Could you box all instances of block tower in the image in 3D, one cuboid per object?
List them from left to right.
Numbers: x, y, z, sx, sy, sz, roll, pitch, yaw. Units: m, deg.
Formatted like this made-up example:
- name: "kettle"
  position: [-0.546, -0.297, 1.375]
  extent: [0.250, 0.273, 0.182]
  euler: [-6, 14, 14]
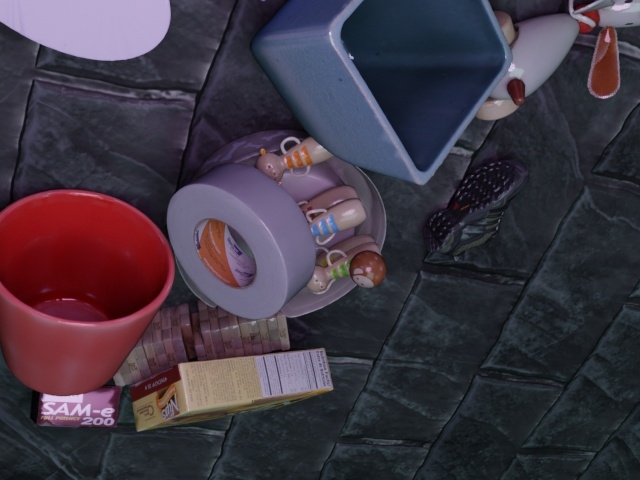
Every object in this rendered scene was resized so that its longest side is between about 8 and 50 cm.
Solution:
- name: "block tower"
  position: [-0.229, 0.171, 1.455]
  extent: [0.335, 0.097, 0.091]
  euler: [-11, 130, -5]

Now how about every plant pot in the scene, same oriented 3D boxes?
- name: "plant pot"
  position: [-0.385, 0.099, 1.256]
  extent: [0.274, 0.275, 0.243]
  euler: [6, 135, -21]
- name: "plant pot"
  position: [0.055, -0.253, 1.070]
  extent: [0.247, 0.252, 0.248]
  euler: [-52, 128, -21]

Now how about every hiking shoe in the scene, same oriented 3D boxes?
- name: "hiking shoe"
  position: [0.290, -0.055, 1.443]
  extent: [0.227, 0.086, 0.114]
  euler: [-42, 141, 25]

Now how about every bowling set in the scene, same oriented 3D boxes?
- name: "bowling set"
  position: [0.000, 0.000, 1.190]
  extent: [0.154, 0.200, 0.287]
  euler: [-22, 126, 3]

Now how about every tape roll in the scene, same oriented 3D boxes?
- name: "tape roll"
  position: [-0.114, 0.002, 1.144]
  extent: [0.072, 0.219, 0.219]
  euler: [-40, 145, -41]

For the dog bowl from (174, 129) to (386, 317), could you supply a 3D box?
- name: "dog bowl"
  position: [-0.071, -0.028, 1.334]
  extent: [0.348, 0.102, 0.349]
  euler: [-8, 130, -10]

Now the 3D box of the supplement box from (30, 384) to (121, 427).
- name: "supplement box"
  position: [-0.432, 0.284, 1.407]
  extent: [0.130, 0.073, 0.239]
  euler: [7, 168, -21]

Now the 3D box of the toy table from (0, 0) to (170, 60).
- name: "toy table"
  position: [-0.315, -0.346, 0.970]
  extent: [0.252, 0.161, 0.274]
  euler: [-39, 127, 16]

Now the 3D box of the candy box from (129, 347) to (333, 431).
- name: "candy box"
  position: [-0.156, 0.265, 1.447]
  extent: [0.316, 0.088, 0.183]
  euler: [0, 161, -42]

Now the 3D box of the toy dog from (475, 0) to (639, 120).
- name: "toy dog"
  position: [0.365, -0.291, 1.209]
  extent: [0.333, 0.161, 0.220]
  euler: [-39, 128, 16]
